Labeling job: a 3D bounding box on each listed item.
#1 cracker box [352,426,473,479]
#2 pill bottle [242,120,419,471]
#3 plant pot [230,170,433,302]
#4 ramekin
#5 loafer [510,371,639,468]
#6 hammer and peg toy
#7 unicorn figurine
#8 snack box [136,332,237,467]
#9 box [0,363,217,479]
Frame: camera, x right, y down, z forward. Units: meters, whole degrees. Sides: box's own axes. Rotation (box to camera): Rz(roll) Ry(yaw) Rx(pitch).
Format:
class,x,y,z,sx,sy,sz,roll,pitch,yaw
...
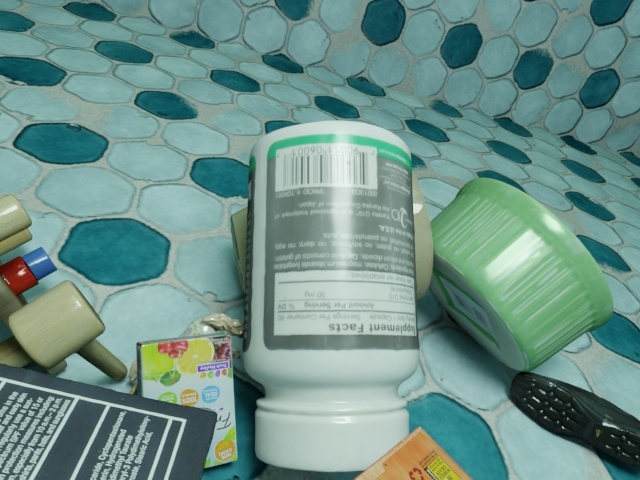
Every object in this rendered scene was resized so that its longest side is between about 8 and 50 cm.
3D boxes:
class,x,y,z,sx,sy,sz,roll,pitch,yaw
cracker box,0.014,0.275,0.415,0.156,0.232,0.067,-18,50,-43
pill bottle,0.012,0.063,0.604,0.204,0.204,0.360,5,77,-22
plant pot,0.000,0.000,0.826,0.274,0.256,0.256,-8,40,-13
ramekin,0.284,0.062,0.820,0.148,0.303,0.303,-39,55,-5
loafer,0.403,0.269,0.789,0.223,0.076,0.078,26,15,15
hammer and peg toy,-0.357,0.044,0.552,0.127,0.265,0.361,-35,60,-26
unicorn figurine,-0.165,0.142,0.641,0.111,0.162,0.060,27,15,-45
snack box,-0.148,0.179,0.566,0.100,0.141,0.037,-1,-5,-28
box,-0.258,0.251,0.347,0.294,0.182,0.296,17,31,-7
